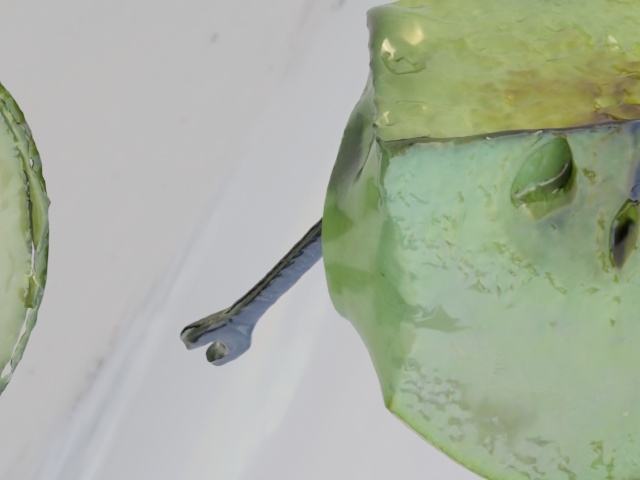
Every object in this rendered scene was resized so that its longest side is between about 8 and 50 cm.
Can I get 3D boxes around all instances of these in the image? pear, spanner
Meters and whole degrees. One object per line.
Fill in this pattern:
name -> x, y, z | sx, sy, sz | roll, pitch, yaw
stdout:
pear -> 0.144, 0.005, 0.954 | 0.176, 0.286, 0.282 | -97, -179, -59
spanner -> 0.000, 0.000, 1.048 | 0.254, 0.054, 0.015 | -44, -129, 29

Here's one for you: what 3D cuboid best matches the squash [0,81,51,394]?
squash -> -0.348, -0.013, 0.911 | 0.384, 0.263, 0.263 | 16, -102, 43
